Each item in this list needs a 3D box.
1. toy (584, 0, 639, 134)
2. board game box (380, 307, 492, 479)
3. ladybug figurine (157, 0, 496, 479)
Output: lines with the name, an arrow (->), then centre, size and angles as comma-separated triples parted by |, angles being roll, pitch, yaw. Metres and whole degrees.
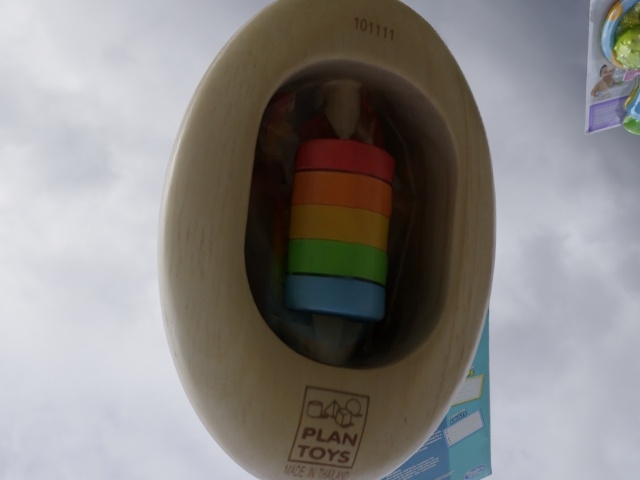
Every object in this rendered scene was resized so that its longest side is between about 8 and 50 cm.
toy -> 0.364, -0.207, 0.870 | 0.237, 0.137, 0.056 | 73, -177, -50
board game box -> 0.104, 0.231, 1.088 | 0.254, 0.336, 0.079 | -20, -145, -17
ladybug figurine -> 0.000, 0.000, 0.717 | 0.305, 0.162, 0.449 | 14, -103, -20
